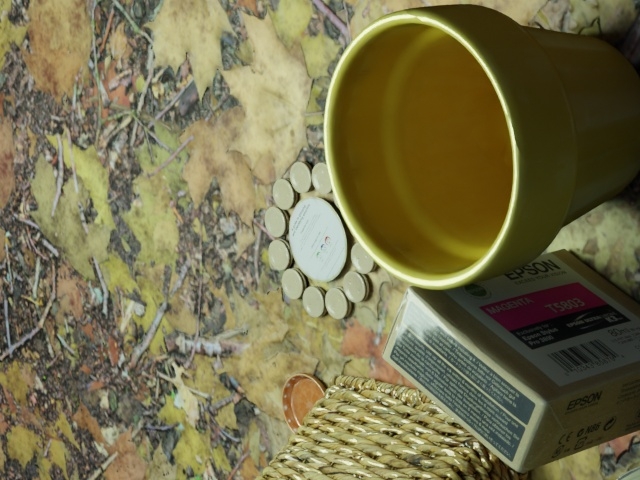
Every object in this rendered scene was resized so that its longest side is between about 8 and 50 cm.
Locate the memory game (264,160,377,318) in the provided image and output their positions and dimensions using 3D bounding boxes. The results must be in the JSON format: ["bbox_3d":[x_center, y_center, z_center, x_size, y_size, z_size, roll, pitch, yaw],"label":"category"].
[{"bbox_3d":[0.000,0.000,2.196,0.186,0.012,0.186,16,112,46],"label":"memory game"}]

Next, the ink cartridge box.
[{"bbox_3d":[0.209,0.106,1.821,0.193,0.234,0.088,40,126,34],"label":"ink cartridge box"}]

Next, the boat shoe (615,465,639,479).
[{"bbox_3d":[0.376,0.233,1.712,0.324,0.116,0.123,-35,97,34],"label":"boat shoe"}]

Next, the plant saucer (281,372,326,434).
[{"bbox_3d":[-0.013,0.195,2.259,0.083,0.013,0.084,15,111,45],"label":"plant saucer"}]

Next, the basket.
[{"bbox_3d":[0.094,0.306,2.109,0.299,0.223,0.213,6,137,47],"label":"basket"}]

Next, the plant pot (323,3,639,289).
[{"bbox_3d":[0.171,-0.099,1.808,0.254,0.239,0.254,15,110,45],"label":"plant pot"}]
